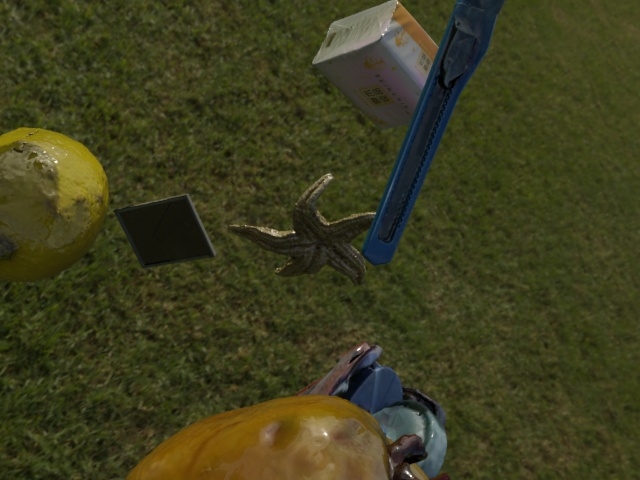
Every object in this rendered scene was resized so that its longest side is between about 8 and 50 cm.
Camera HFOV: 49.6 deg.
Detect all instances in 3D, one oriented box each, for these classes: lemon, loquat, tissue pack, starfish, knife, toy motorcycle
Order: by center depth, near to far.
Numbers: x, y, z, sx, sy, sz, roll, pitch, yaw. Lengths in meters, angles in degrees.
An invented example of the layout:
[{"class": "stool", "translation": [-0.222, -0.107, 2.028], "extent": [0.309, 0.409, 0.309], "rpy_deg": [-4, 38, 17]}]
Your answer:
[{"class": "loquat", "translation": [-0.023, 0.184, 0.402], "extent": [0.187, 0.234, 0.176], "rpy_deg": [52, 21, -27]}, {"class": "knife", "translation": [0.105, -0.113, 0.622], "extent": [0.044, 0.296, 0.026], "rpy_deg": [18, 7, -19]}, {"class": "toy motorcycle", "translation": [-0.002, 0.271, 0.733], "extent": [0.182, 0.319, 0.241], "rpy_deg": [45, -3, 3]}, {"class": "starfish", "translation": [0.000, 0.000, 1.044], "extent": [0.236, 0.277, 0.062], "rpy_deg": [69, 17, -48]}, {"class": "lemon", "translation": [-0.497, -0.063, 1.195], "extent": [0.260, 0.260, 0.284], "rpy_deg": [34, 51, -26]}, {"class": "tissue pack", "translation": [0.133, -0.332, 1.348], "extent": [0.225, 0.185, 0.124], "rpy_deg": [38, 65, -35]}]

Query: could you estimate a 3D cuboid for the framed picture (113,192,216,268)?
[{"class": "framed picture", "translation": [-0.244, -0.012, 1.080], "extent": [0.011, 0.149, 0.109], "rpy_deg": [-56, 131, -53]}]
